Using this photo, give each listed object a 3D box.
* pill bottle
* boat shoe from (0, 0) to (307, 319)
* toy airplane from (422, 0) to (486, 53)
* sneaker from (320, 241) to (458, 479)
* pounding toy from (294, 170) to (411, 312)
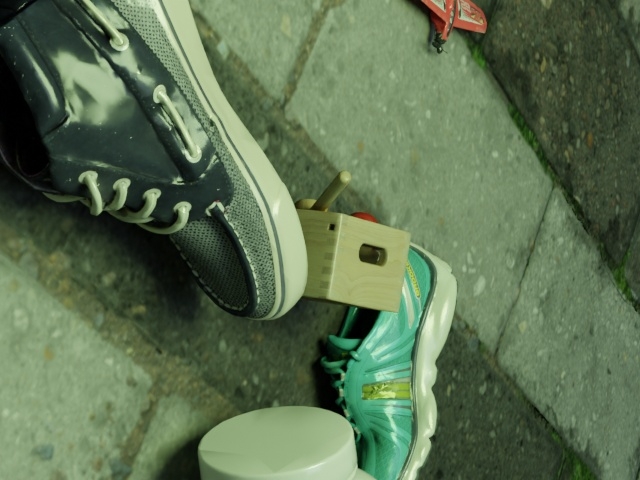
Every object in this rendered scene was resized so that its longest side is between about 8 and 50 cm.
[{"bbox_3d":[-0.017,0.308,1.109,0.181,0.182,0.322,-28,118,-50],"label":"pill bottle"},{"bbox_3d":[-0.136,-0.050,0.957,0.158,0.127,0.340,-45,121,-36],"label":"boat shoe"},{"bbox_3d":[0.126,-0.261,1.358,0.151,0.028,0.151,-12,105,-55],"label":"toy airplane"},{"bbox_3d":[0.043,0.131,1.265,0.110,0.107,0.275,19,74,-34],"label":"sneaker"},{"bbox_3d":[0.000,0.000,1.131,0.141,0.130,0.100,15,83,-54],"label":"pounding toy"}]
